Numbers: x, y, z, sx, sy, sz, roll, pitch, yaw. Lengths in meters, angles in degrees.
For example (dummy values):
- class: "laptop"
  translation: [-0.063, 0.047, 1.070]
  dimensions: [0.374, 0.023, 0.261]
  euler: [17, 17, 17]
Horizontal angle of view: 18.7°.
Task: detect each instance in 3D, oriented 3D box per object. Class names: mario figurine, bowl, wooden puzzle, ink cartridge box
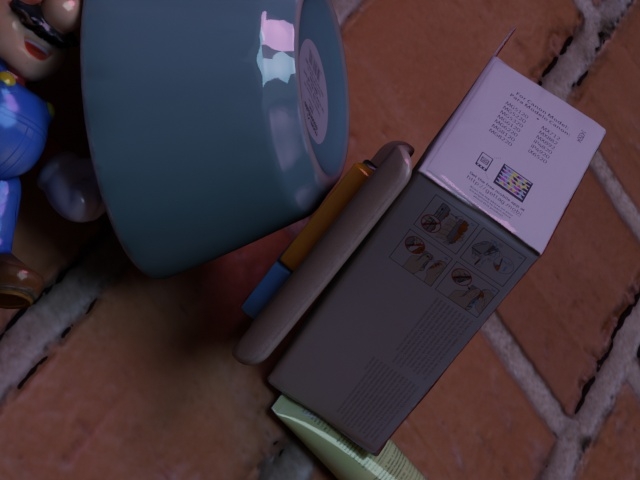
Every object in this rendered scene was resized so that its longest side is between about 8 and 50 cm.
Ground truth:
- class: "mario figurine"
  translation: [-0.242, -0.117, 1.537]
  dimensions: [0.170, 0.198, 0.320]
  euler: [6, 69, -1]
- class: "bowl"
  translation: [-0.074, -0.128, 1.648]
  dimensions: [0.311, 0.163, 0.311]
  euler: [-5, 90, -75]
- class: "wooden puzzle"
  translation: [0.000, 0.000, 1.676]
  dimensions: [0.044, 0.221, 0.239]
  euler: [39, 5, -3]
- class: "ink cartridge box"
  translation: [0.116, -0.003, 1.773]
  dimensions: [0.130, 0.309, 0.272]
  euler: [35, 42, 0]

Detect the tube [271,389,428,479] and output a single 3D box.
- class: "tube"
  translation: [0.052, 0.215, 1.822]
  dimensions: [0.240, 0.062, 0.070]
  euler: [48, -1, -11]
